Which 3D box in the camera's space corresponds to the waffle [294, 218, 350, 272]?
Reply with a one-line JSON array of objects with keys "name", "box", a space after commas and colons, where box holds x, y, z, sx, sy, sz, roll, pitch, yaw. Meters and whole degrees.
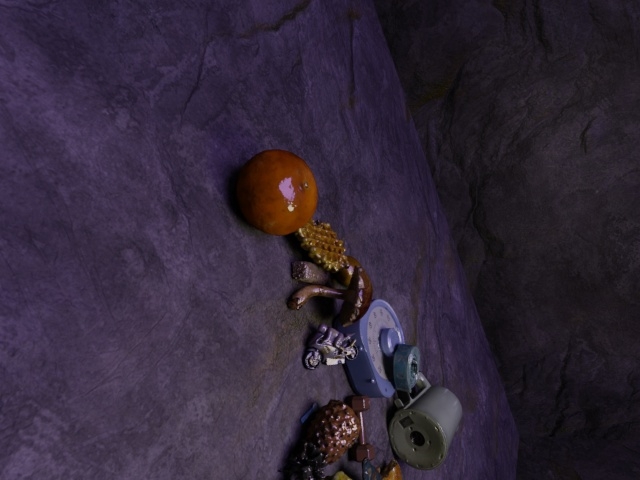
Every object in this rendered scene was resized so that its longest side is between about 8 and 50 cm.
[{"name": "waffle", "box": [-0.001, 0.001, 1.540, 0.309, 0.065, 0.283, 47, 23, -16]}]

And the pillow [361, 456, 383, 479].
[{"name": "pillow", "box": [0.194, 0.890, 1.376, 0.189, 0.034, 0.255, -80, 147, -53]}]

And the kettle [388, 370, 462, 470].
[{"name": "kettle", "box": [0.467, 0.787, 1.847, 0.361, 0.250, 0.377, 53, 25, 20]}]

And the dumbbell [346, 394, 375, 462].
[{"name": "dumbbell", "box": [0.150, 0.705, 1.511, 0.092, 0.082, 0.230, 18, 63, -50]}]

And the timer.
[{"name": "timer", "box": [0.239, 0.422, 1.676, 0.395, 0.173, 0.394, 27, 55, -47]}]

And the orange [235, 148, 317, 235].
[{"name": "orange", "box": [-0.136, -0.156, 1.315, 0.284, 0.226, 0.283, 14, 72, -49]}]

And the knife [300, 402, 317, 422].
[{"name": "knife", "box": [-0.039, 0.581, 1.350, 0.096, 0.010, 0.027, -23, 97, -54]}]

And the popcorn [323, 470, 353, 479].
[{"name": "popcorn", "box": [0.030, 0.861, 1.196, 0.286, 0.174, 0.225, -53, 126, -52]}]

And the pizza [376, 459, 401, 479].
[{"name": "pizza", "box": [0.227, 0.969, 1.526, 0.297, 0.071, 0.189, 4, 74, -54]}]

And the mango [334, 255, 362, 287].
[{"name": "mango", "box": [0.135, 0.141, 1.710, 0.227, 0.099, 0.136, 35, 43, -55]}]

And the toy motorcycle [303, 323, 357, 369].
[{"name": "toy motorcycle", "box": [0.034, 0.373, 1.446, 0.225, 0.073, 0.152, -4, 81, -30]}]

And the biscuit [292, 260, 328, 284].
[{"name": "biscuit", "box": [-0.034, 0.118, 1.493, 0.168, 0.070, 0.082, 20, 69, -53]}]

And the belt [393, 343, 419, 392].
[{"name": "belt", "box": [0.347, 0.498, 1.599, 0.147, 0.082, 0.163, -46, 131, -43]}]

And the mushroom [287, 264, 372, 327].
[{"name": "mushroom", "box": [0.065, 0.179, 1.462, 0.302, 0.208, 0.233, 33, 47, -34]}]

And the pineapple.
[{"name": "pineapple", "box": [-0.014, 0.663, 1.249, 0.340, 0.169, 0.169, -37, 108, -41]}]
